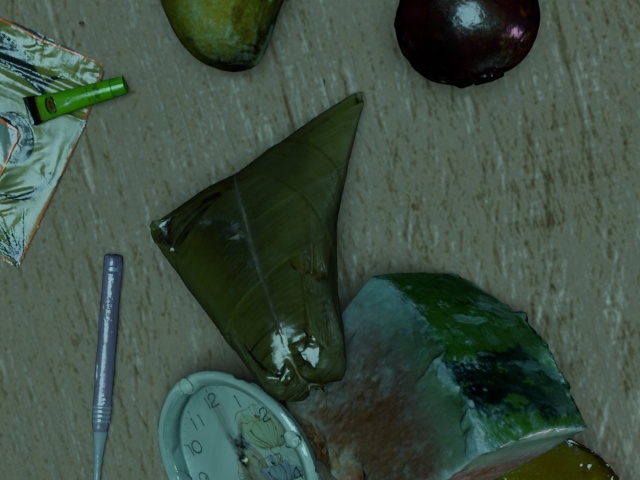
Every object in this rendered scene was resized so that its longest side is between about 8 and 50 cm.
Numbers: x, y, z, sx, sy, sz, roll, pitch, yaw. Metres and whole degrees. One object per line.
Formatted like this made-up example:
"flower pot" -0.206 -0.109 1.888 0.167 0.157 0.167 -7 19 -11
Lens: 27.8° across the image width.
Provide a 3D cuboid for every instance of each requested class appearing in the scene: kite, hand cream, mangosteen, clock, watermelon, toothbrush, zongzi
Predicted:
"kite" -0.424 -0.119 1.537 0.378 0.013 0.327 -23 94 3
"hand cream" -0.286 -0.166 1.514 0.122 0.023 0.036 -15 97 5
"mangosteen" 0.161 -0.260 1.424 0.172 0.172 0.184 8 94 2
"clock" -0.087 0.254 1.490 0.236 0.053 0.236 14 114 34
"watermelon" 0.107 0.174 1.405 0.302 0.151 0.264 -39 52 5
"toothbrush" -0.260 0.192 1.541 0.024 0.029 0.354 4 94 -14
"zongzi" 0.000 0.000 1.429 0.300 0.145 0.274 -37 61 -4

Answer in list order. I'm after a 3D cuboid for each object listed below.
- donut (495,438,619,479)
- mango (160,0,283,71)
"donut" 0.248 0.336 1.494 0.272 0.107 0.272 1 99 3
"mango" -0.097 -0.360 1.440 0.176 0.176 0.329 34 118 31
